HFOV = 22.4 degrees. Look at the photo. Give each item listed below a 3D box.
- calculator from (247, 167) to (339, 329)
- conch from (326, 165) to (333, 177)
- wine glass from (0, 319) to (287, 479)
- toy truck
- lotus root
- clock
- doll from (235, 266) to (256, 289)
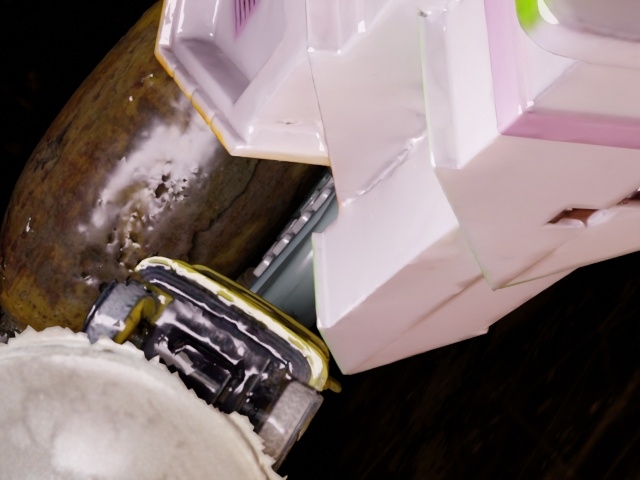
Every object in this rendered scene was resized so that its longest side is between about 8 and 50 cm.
[{"bbox_3d":[0.000,0.000,1.099,0.184,0.042,0.295,-48,8,44],"label":"calculator"},{"bbox_3d":[0.043,-0.084,1.006,0.086,0.080,0.232,-19,25,11],"label":"conch"},{"bbox_3d":[-0.131,0.192,0.583,0.190,0.190,0.357,-52,8,28],"label":"wine glass"},{"bbox_3d":[-0.101,0.141,0.852,0.272,0.124,0.157,-58,-3,7],"label":"toy truck"},{"bbox_3d":[-0.097,-0.067,1.143,0.397,0.179,0.196,-52,-10,4],"label":"lotus root"},{"bbox_3d":[0.055,-0.098,0.515,0.309,0.166,0.235,137,133,-62],"label":"clock"},{"bbox_3d":[-0.122,0.106,1.354,0.227,0.057,0.114,-36,25,42],"label":"doll"}]
